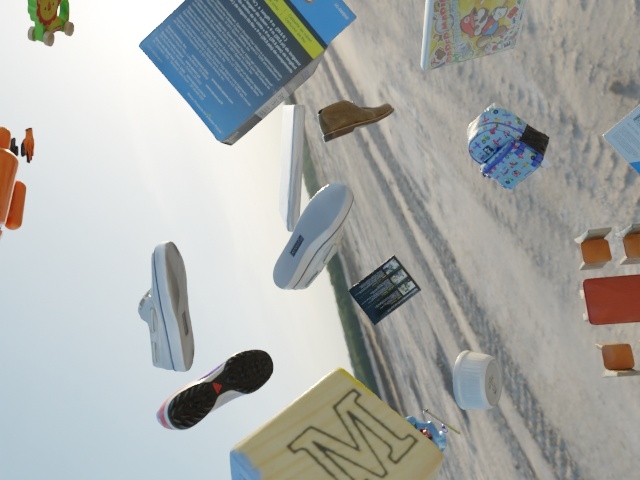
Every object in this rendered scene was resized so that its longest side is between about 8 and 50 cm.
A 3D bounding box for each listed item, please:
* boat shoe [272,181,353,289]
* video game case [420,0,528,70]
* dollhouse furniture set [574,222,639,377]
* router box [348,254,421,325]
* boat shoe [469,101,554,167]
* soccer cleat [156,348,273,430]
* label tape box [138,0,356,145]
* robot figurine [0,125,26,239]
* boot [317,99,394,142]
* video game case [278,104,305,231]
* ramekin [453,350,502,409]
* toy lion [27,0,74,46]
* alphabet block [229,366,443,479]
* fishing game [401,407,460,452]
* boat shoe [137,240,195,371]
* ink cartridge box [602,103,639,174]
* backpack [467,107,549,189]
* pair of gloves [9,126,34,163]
[{"bbox_3d":[0.000,0.000,1.109,0.088,0.268,0.096,14,-157,-42],"label":"boat shoe"},{"bbox_3d":[0.295,-0.441,0.987,0.227,0.206,0.026,82,170,-54],"label":"video game case"},{"bbox_3d":[0.593,0.096,0.905,0.135,0.258,0.262,49,-144,-73],"label":"dollhouse furniture set"},{"bbox_3d":[0.192,0.148,1.576,0.133,0.178,0.046,53,-171,8],"label":"router box"},{"bbox_3d":[0.528,-0.268,1.449,0.301,0.102,0.108,20,-129,-35],"label":"boat shoe"},{"bbox_3d":[-0.255,0.360,1.296,0.116,0.318,0.109,-25,90,47],"label":"soccer cleat"},{"bbox_3d":[-0.131,-0.377,0.989,0.241,0.333,0.106,50,-173,-1],"label":"label tape box"},{"bbox_3d":[-0.527,-0.071,0.774,0.158,0.128,0.220,137,141,-79],"label":"robot figurine"},{"bbox_3d":[0.123,-0.430,1.771,0.112,0.305,0.115,-10,103,60],"label":"boot"},{"bbox_3d":[-0.086,-0.215,1.491,0.300,0.036,0.329,-124,36,-73],"label":"video game case"},{"bbox_3d":[0.563,0.498,1.865,0.207,0.108,0.207,9,-101,-51],"label":"ramekin"},{"bbox_3d":[-0.411,-0.352,0.799,0.100,0.034,0.096,-79,8,-55],"label":"toy lion"},{"bbox_3d":[0.016,0.327,0.696,0.193,0.197,0.193,35,138,32],"label":"alphabet block"},{"bbox_3d":[0.234,0.506,1.369,0.189,0.263,0.041,25,118,57],"label":"fishing game"},{"bbox_3d":[-0.293,0.127,0.967,0.095,0.084,0.258,-70,-21,-74],"label":"boat shoe"},{"bbox_3d":[0.600,-0.191,0.866,0.082,0.191,0.140,-14,-116,-51],"label":"ink cartridge box"},{"bbox_3d":[0.443,-0.230,1.289,0.117,0.173,0.158,-62,9,-32],"label":"backpack"},{"bbox_3d":[-0.560,-0.166,0.976,0.083,0.010,0.074,-68,-4,-58],"label":"pair of gloves"}]
